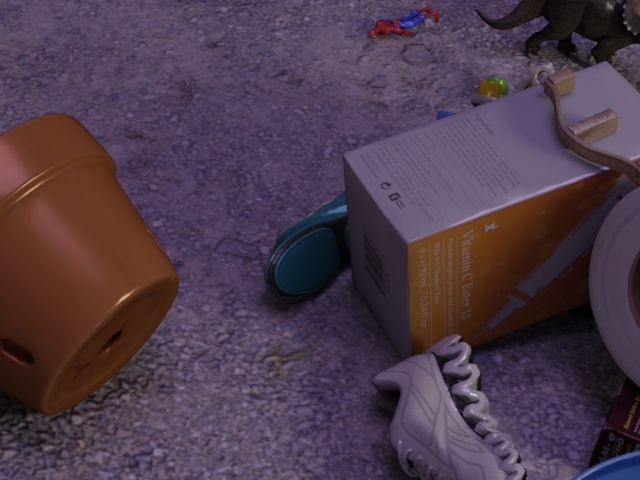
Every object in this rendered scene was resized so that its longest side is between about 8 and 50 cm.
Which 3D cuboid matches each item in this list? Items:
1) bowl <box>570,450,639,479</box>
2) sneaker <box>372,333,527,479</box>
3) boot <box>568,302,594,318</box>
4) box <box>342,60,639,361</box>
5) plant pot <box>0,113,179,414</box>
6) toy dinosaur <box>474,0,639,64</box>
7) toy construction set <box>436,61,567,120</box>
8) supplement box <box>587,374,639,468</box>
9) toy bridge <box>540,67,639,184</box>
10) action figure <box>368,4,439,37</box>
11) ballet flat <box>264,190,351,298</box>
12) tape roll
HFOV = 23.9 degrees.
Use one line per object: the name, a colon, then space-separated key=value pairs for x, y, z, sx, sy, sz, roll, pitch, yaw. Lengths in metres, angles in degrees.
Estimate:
bowl: x=0.362 y=0.377 z=1.392 sx=0.391 sy=0.077 sz=0.391 roll=3 pitch=50 yaw=-4
sneaker: x=0.138 y=0.226 z=1.565 sx=0.118 sy=0.110 sz=0.292 roll=-14 pitch=41 yaw=-8
boot: x=0.393 y=0.071 z=1.826 sx=0.219 sy=0.082 sz=0.106 roll=19 pitch=52 yaw=21
box: x=0.218 y=-0.030 z=1.736 sx=0.345 sy=0.215 sz=0.168 roll=-20 pitch=47 yaw=-14
plant pot: x=-0.284 y=0.042 z=1.570 sx=0.203 sy=0.291 sz=0.291 roll=42 pitch=47 yaw=11
toy dinosaur: x=0.393 y=-0.335 z=2.234 sx=0.313 sy=0.160 sz=0.121 roll=20 pitch=40 yaw=10
toy construction set: x=0.293 y=-0.144 z=1.982 sx=0.215 sy=0.151 sz=0.327 roll=11 pitch=16 yaw=23
supplement box: x=0.424 y=0.232 z=1.628 sx=0.239 sy=0.073 sz=0.130 roll=23 pitch=39 yaw=14
toy bridge: x=0.295 y=-0.122 z=1.650 sx=0.063 sy=0.026 sz=0.188 roll=-24 pitch=49 yaw=-17
action figure: x=0.122 y=-0.324 z=2.267 sx=0.115 sy=0.030 sz=0.038 roll=-17 pitch=41 yaw=-23
ballet flat: x=0.000 y=0.000 z=1.826 sx=0.087 sy=0.083 sz=0.247 roll=12 pitch=32 yaw=42
tape roll: x=0.434 y=0.046 z=1.618 sx=0.169 sy=0.246 sz=0.246 roll=-11 pitch=43 yaw=-38
